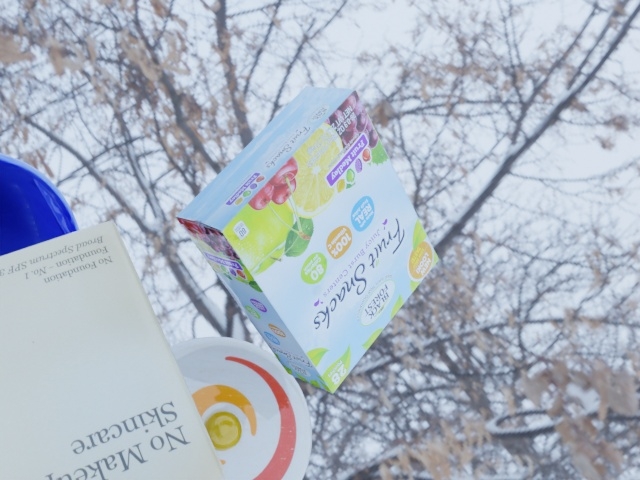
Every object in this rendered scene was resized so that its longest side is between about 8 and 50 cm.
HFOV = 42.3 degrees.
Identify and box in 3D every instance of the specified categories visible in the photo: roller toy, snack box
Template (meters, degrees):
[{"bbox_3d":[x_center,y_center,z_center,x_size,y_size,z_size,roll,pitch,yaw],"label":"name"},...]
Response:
[{"bbox_3d":[-0.113,0.195,0.828,0.191,0.209,0.146,-38,-3,-28],"label":"roller toy"},{"bbox_3d":[0.000,0.000,0.722,0.174,0.070,0.207,-49,-50,-23],"label":"snack box"}]

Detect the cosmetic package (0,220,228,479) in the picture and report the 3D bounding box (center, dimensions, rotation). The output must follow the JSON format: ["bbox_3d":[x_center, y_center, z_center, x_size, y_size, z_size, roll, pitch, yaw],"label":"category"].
[{"bbox_3d":[-0.158,0.157,0.569,0.160,0.309,0.113,-22,-27,-19],"label":"cosmetic package"}]

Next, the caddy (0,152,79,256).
[{"bbox_3d":[-0.346,0.029,0.689,0.341,0.179,0.241,25,-106,-59],"label":"caddy"}]
